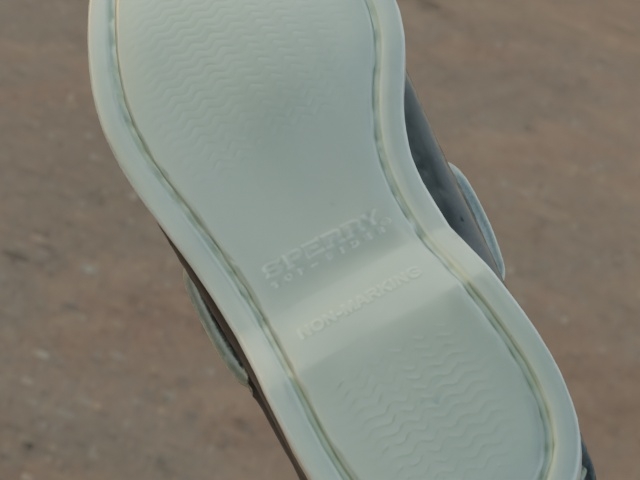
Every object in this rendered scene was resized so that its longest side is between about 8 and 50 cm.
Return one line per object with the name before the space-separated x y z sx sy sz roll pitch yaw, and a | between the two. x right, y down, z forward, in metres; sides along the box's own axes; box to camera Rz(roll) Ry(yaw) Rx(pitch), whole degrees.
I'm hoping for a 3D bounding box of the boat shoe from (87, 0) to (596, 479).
boat shoe | 0.000 0.000 0.658 0.114 0.091 0.302 -19 56 -1
